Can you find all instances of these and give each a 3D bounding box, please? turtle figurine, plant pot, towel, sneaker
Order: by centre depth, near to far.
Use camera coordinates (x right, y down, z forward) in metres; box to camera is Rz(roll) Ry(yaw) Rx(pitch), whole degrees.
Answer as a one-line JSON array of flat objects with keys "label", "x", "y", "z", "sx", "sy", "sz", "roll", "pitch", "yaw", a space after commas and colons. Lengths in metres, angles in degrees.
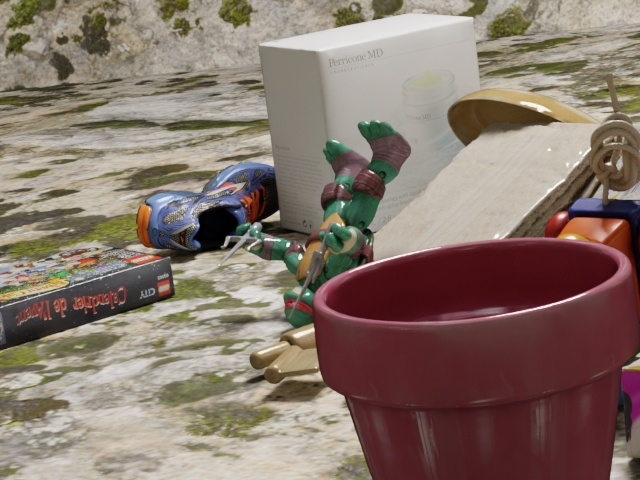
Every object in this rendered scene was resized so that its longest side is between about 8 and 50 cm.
[{"label": "plant pot", "x": 0.102, "y": 0.108, "z": 1.176, "sx": 0.201, "sy": 0.180, "sz": 0.201, "roll": -7, "pitch": 13, "yaw": 2}, {"label": "turtle figurine", "x": 0.000, "y": 0.000, "z": 1.799, "sx": 0.175, "sy": 0.118, "sz": 0.234, "roll": -5, "pitch": 48, "yaw": 44}, {"label": "towel", "x": 0.157, "y": -0.024, "z": 1.862, "sx": 0.282, "sy": 0.049, "sz": 0.187, "roll": -42, "pitch": 27, "yaw": -26}, {"label": "plant pot", "x": 0.249, "y": -0.101, "z": 2.029, "sx": 0.236, "sy": 0.032, "sz": 0.236, "roll": 25, "pitch": -14, "yaw": 7}, {"label": "sneaker", "x": -0.109, "y": -0.029, "z": 2.209, "sx": 0.087, "sy": 0.083, "sz": 0.221, "roll": 21, "pitch": 34, "yaw": 39}]

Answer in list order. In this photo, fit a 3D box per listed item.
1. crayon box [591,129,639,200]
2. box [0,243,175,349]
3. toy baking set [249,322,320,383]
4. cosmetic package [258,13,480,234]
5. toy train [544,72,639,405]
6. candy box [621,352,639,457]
[{"label": "crayon box", "x": 0.384, "y": -0.125, "z": 1.758, "sx": 0.323, "sy": 0.083, "sz": 0.203, "roll": -55, "pitch": 7, "yaw": -15}, {"label": "box", "x": -0.291, "y": 0.057, "z": 1.964, "sx": 0.233, "sy": 0.044, "sz": 0.159, "roll": -17, "pitch": 15, "yaw": -37}, {"label": "toy baking set", "x": 0.070, "y": 0.091, "z": 1.640, "sx": 0.197, "sy": 0.030, "sz": 0.256, "roll": 9, "pitch": 20, "yaw": 44}, {"label": "cosmetic package", "x": 0.066, "y": -0.138, "z": 2.214, "sx": 0.224, "sy": 0.224, "sz": 0.138, "roll": -16, "pitch": 14, "yaw": -31}, {"label": "toy train", "x": 0.192, "y": 0.013, "z": 1.414, "sx": 0.105, "sy": 0.248, "sz": 0.143, "roll": 3, "pitch": 21, "yaw": 39}, {"label": "candy box", "x": 0.332, "y": 0.092, "z": 1.368, "sx": 0.159, "sy": 0.071, "sz": 0.233, "roll": 0, "pitch": 15, "yaw": 30}]
